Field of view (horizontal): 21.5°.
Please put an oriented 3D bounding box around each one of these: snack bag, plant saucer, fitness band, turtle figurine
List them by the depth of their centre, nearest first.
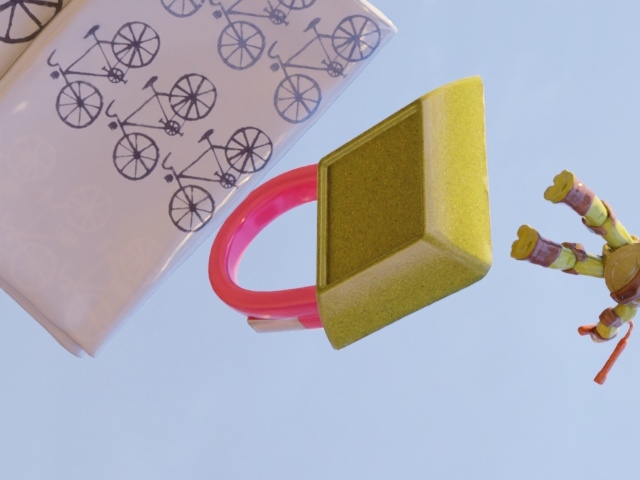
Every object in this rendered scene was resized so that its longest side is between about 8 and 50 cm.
[{"bbox_3d":[-0.178,-0.139,1.113,0.323,0.342,0.037,-45,-171,11],"label":"snack bag"},{"bbox_3d":[0.055,-0.028,1.378,0.188,0.045,0.188,-30,-131,42],"label":"plant saucer"},{"bbox_3d":[0.312,0.033,1.770,0.269,0.217,0.087,-55,-161,26],"label":"turtle figurine"},{"bbox_3d":[0.000,0.000,1.902,0.290,0.054,0.209,-8,-128,34],"label":"fitness band"}]
